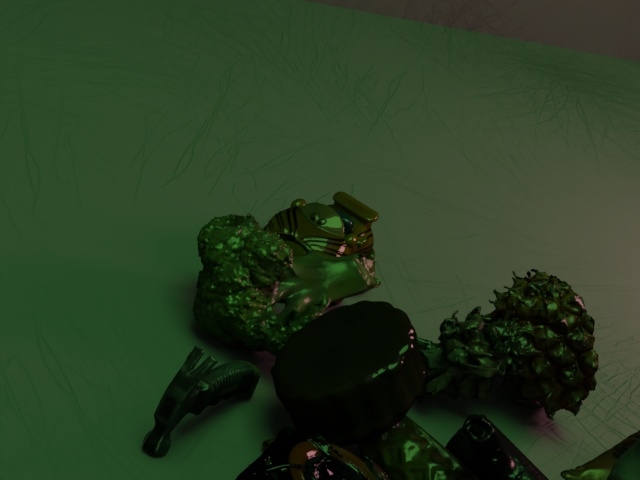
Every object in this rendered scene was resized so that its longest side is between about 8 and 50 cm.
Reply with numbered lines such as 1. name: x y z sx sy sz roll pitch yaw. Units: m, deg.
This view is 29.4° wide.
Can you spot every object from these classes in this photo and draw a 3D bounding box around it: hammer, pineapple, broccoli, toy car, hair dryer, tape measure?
1. hammer: -0.157 0.213 1.749 0.041 0.158 0.226 34 20 20
2. pineapple: 0.271 0.190 1.976 0.272 0.262 0.262 -10 40 -24
3. broccoli: -0.058 0.070 1.944 0.302 0.186 0.254 3 45 4
4. toy car: 0.000 0.000 2.173 0.200 0.142 0.248 32 32 21
5. hair dryer: 0.247 0.315 1.744 0.197 0.089 0.251 45 -5 34
6. tape measure: -0.002 0.348 1.602 0.223 0.135 0.202 33 23 13

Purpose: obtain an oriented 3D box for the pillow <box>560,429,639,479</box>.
1. pillow: 0.567 0.403 1.864 0.310 0.119 0.312 -21 50 -42

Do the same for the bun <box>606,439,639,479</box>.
1. bun: 0.536 0.394 1.625 0.362 0.362 0.211 42 -4 34

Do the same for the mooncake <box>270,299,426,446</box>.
1. mooncake: 0.047 0.199 1.776 0.228 0.124 0.228 -20 26 10

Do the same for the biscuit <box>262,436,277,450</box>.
1. biscuit: -0.032 0.311 1.762 0.081 0.018 0.083 -10 42 -42

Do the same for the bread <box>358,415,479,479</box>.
1. bread: 0.167 0.346 1.755 0.087 0.098 0.269 -44 58 -11
